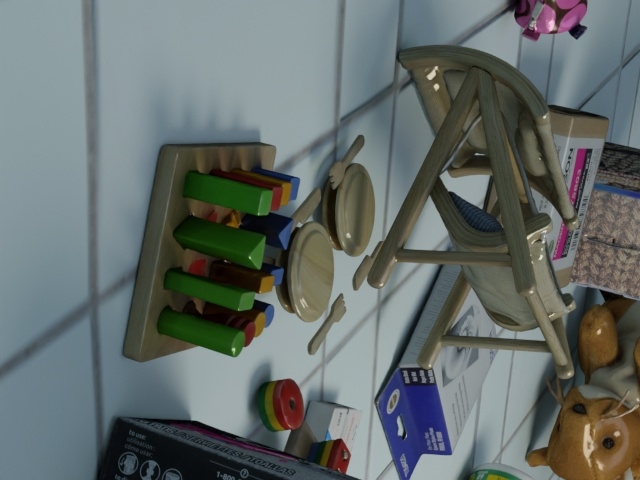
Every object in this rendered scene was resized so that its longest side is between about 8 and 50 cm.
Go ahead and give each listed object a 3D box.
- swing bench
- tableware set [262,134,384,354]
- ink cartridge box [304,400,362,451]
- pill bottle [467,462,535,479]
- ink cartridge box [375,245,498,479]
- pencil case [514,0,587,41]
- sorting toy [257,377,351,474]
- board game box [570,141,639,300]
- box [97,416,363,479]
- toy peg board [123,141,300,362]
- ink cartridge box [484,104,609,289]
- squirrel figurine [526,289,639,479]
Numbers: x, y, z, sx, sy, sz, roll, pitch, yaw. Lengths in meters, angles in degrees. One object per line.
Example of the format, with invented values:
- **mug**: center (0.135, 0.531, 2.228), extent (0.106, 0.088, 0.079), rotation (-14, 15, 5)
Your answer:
- **swing bench**: center (0.166, -0.025, 1.421), extent (0.253, 0.165, 0.254), rotation (54, 42, -61)
- **tableware set**: center (0.000, 0.000, 1.279), extent (0.194, 0.039, 0.128), rotation (-53, 138, -52)
- **ink cartridge box**: center (0.011, 0.187, 1.430), extent (0.083, 0.028, 0.048), rotation (21, 86, -67)
- **pill bottle**: center (0.219, 0.414, 1.937), extent (0.208, 0.117, 0.117), rotation (-57, 151, -35)
- **ink cartridge box**: center (0.145, 0.158, 1.696), extent (0.224, 0.045, 0.223), rotation (-61, 154, -27)
- **pencil case**: center (0.252, -0.326, 1.581), extent (0.098, 0.095, 0.209), rotation (-41, 140, -28)
- **sorting toy**: center (0.010, 0.260, 1.304), extent (0.274, 0.046, 0.132), rotation (63, 29, -30)
- **board game box**: center (0.456, -0.028, 2.046), extent (0.291, 0.232, 0.141), rotation (-28, 129, -60)
- **box**: center (-0.039, 0.241, 1.071), extent (0.142, 0.247, 0.163), rotation (23, 83, -69)
- **toy peg board**: center (-0.062, 0.013, 1.091), extent (0.161, 0.079, 0.161), rotation (-9, 113, -65)
- **ink cartridge box**: center (0.279, -0.053, 1.813), extent (0.193, 0.088, 0.234), rotation (-11, 115, -66)
- **squirrel figurine**: center (0.508, 0.284, 2.332), extent (0.370, 0.281, 0.397), rotation (-52, 146, -30)
